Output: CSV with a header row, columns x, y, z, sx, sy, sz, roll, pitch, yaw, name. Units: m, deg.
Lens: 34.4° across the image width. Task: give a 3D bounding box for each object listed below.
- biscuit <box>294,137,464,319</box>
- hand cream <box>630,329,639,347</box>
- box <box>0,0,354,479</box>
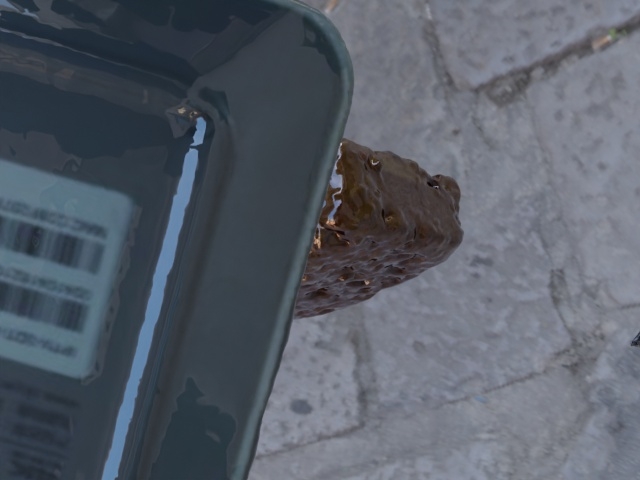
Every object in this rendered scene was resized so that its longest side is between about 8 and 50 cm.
x,y,z,sx,sy,sz,roll,pitch,yaw,name
0.000,0.000,1.670,0.395,0.343,0.166,-27,67,34,biscuit
0.453,0.123,1.350,0.039,0.163,0.062,38,102,47,hand cream
-0.211,0.009,0.606,0.396,0.111,0.396,15,98,-1,box
